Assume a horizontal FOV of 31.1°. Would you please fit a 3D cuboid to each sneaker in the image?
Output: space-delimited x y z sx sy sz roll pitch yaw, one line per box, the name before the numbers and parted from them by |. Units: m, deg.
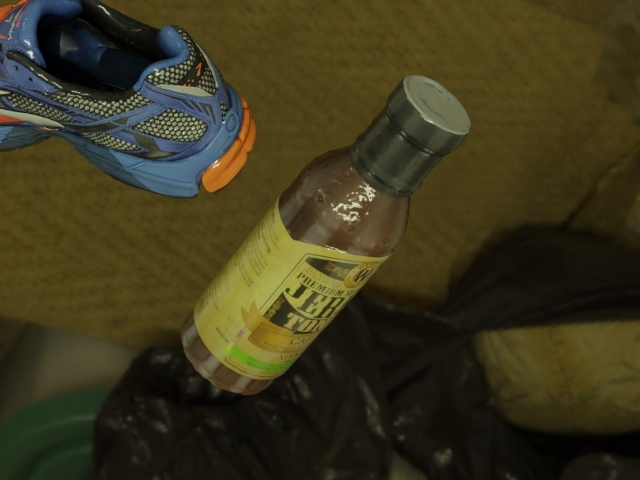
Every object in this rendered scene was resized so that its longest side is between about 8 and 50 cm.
sneaker | -0.139 -0.090 0.559 0.221 0.083 0.087 11 151 13

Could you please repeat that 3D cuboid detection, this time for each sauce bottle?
sauce bottle | 0.000 0.000 1.009 0.111 0.111 0.344 19 129 -27
